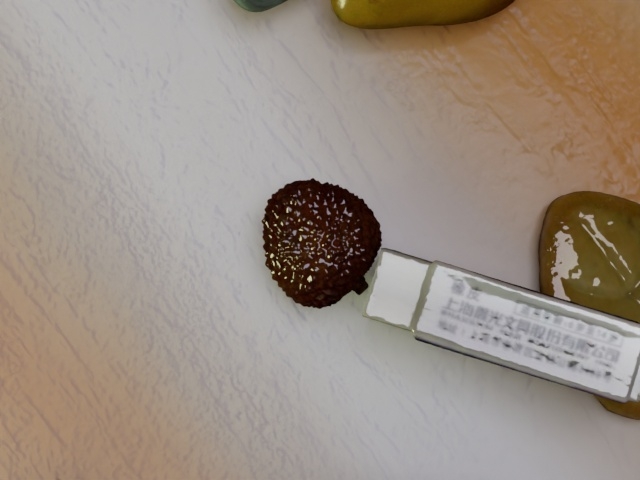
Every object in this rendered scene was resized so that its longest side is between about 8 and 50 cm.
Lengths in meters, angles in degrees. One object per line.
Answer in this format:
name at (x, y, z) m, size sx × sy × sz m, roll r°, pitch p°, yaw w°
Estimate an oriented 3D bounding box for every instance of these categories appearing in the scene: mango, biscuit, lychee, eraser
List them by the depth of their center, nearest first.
eraser at (0.184, 0.083, 1.864) m, size 0.279 × 0.124 × 0.081 m, roll 17°, pitch 90°, yaw 6°
lychee at (-0.002, 0.001, 1.883) m, size 0.129 × 0.123 × 0.123 m, roll 37°, pitch 78°, yaw 21°
mango at (0.127, -0.283, 1.942) m, size 0.253 × 0.113 × 0.138 m, roll -27°, pitch 104°, yaw -11°
biscuit at (0.320, 0.060, 1.950) m, size 0.203 × 0.041 × 0.260 m, roll -36°, pitch 89°, yaw -11°

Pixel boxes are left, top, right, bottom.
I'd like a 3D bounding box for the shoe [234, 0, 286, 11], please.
shoe at (-0.014, -0.327, 1.950) m, size 0.251 × 0.103 × 0.100 m, roll -39°, pitch 49°, yaw -22°
